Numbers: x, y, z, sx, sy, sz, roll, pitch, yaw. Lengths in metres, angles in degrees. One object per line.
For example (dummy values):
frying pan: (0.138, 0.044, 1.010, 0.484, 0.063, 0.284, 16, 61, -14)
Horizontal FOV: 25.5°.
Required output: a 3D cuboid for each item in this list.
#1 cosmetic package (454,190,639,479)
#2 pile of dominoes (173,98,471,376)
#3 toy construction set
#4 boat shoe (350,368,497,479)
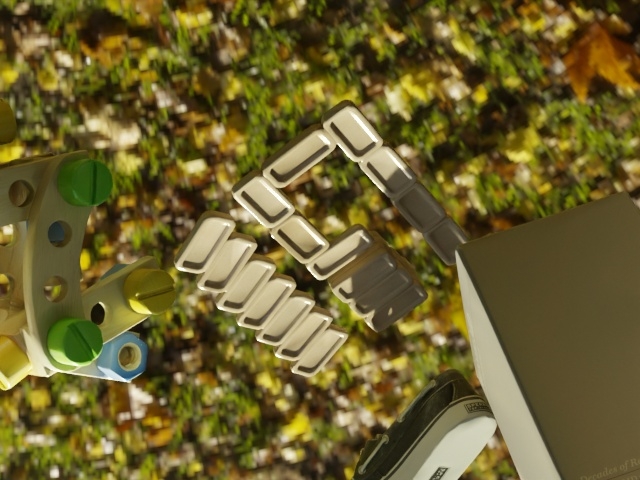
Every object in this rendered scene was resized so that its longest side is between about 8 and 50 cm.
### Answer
cosmetic package: (0.151, 0.106, 0.685, 0.107, 0.238, 0.127, -20, 137, -4)
pile of dominoes: (0.000, 0.000, 1.173, 0.196, 0.040, 0.251, -36, 137, 8)
toy construction set: (-0.240, 0.028, 0.826, 0.151, 0.327, 0.215, -2, 103, 37)
boat shoe: (0.071, 0.210, 1.282, 0.078, 0.070, 0.219, 23, 114, -44)
